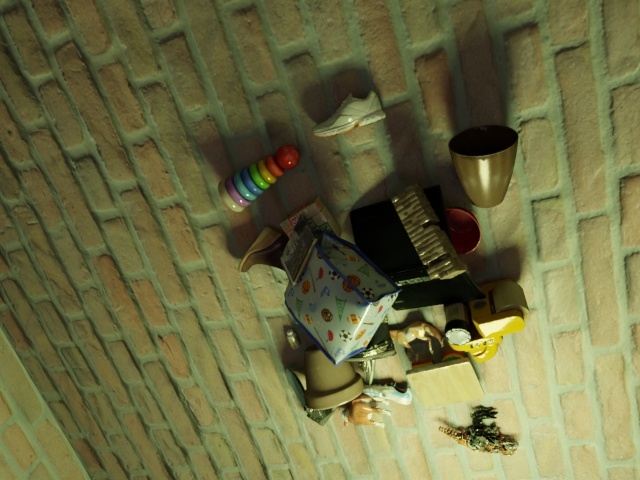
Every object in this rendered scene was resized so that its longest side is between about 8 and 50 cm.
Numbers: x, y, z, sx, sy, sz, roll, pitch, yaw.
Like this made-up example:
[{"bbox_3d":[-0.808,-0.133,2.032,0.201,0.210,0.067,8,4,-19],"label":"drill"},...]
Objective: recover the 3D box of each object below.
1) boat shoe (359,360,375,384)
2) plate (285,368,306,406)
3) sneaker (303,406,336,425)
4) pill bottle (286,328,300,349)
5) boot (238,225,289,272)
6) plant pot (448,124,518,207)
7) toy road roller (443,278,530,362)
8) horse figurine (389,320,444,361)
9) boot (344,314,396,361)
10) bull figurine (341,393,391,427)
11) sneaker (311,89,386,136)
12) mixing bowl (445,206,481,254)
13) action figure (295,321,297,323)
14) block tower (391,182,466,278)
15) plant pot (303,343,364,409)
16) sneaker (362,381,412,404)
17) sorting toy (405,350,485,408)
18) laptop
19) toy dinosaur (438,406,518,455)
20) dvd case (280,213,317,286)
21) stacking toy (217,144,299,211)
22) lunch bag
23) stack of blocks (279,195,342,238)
[{"bbox_3d":[0.202,0.510,2.025,0.068,0.081,0.228,7,106,12],"label":"boat shoe"},{"bbox_3d":[-0.101,0.654,2.118,0.024,0.188,0.188,-26,109,-20],"label":"plate"},{"bbox_3d":[0.003,0.744,2.160,0.130,0.087,0.227,26,121,-6],"label":"sneaker"},{"bbox_3d":[-0.121,0.433,2.081,0.043,0.043,0.083,-15,108,18],"label":"pill bottle"},{"bbox_3d":[-0.200,0.085,1.926,0.207,0.090,0.248,37,111,-2],"label":"boot"},{"bbox_3d":[0.550,-0.233,1.582,0.215,0.215,0.230,-8,125,16],"label":"plant pot"},{"bbox_3d":[0.630,0.316,1.787,0.329,0.202,0.240,-23,118,25],"label":"toy road roller"},{"bbox_3d":[0.384,0.397,1.927,0.263,0.066,0.174,-36,88,37],"label":"horse figurine"},{"bbox_3d":[0.181,0.399,1.933,0.236,0.085,0.179,-9,77,4],"label":"boot"},{"bbox_3d":[0.193,0.741,2.047,0.188,0.101,0.310,5,148,0],"label":"bull figurine"},{"bbox_3d":[0.088,-0.441,1.650,0.262,0.099,0.121,-16,101,10],"label":"sneaker"},{"bbox_3d":[0.491,-0.050,1.700,0.181,0.098,0.181,14,124,22],"label":"mixing bowl"},{"bbox_3d":[0.006,0.356,2.000,0.232,0.063,0.137,6,86,10],"label":"action figure"},{"bbox_3d":[0.352,-0.029,1.575,0.091,0.097,0.335,-35,69,31],"label":"block tower"},{"bbox_3d":[0.029,0.555,2.006,0.263,0.263,0.229,-18,90,19],"label":"plant pot"},{"bbox_3d":[0.282,0.655,2.072,0.237,0.085,0.086,6,87,14],"label":"sneaker"},{"bbox_3d":[0.509,0.561,1.939,0.255,0.089,0.257,-18,125,19],"label":"sorting toy"},{"bbox_3d":[0.356,0.051,1.769,0.382,0.236,0.408,-15,138,37],"label":"laptop"},{"bbox_3d":[0.682,0.849,2.028,0.322,0.164,0.218,-4,130,-8],"label":"toy dinosaur"},{"bbox_3d":[-0.085,0.036,1.753,0.018,0.164,0.221,9,121,-30],"label":"dvd case"},{"bbox_3d":[-0.219,-0.245,1.784,0.330,0.141,0.141,-31,103,15],"label":"stacking toy"},{"bbox_3d":[0.052,0.188,1.731,0.385,0.239,0.328,41,122,28],"label":"lunch bag"},{"bbox_3d":[0.000,0.000,1.847,0.171,0.087,0.297,-29,104,22],"label":"stack of blocks"}]
